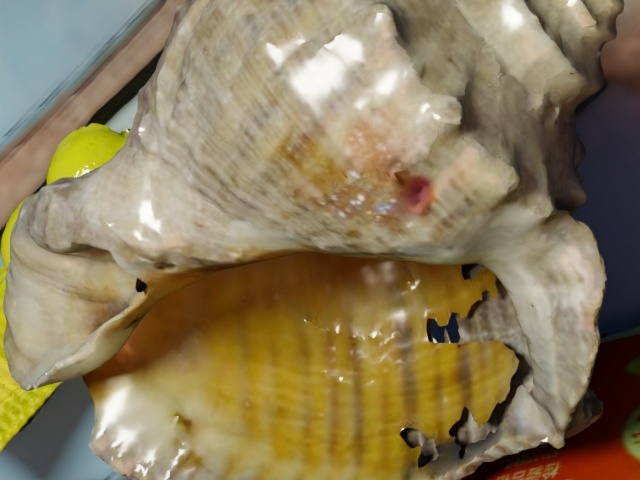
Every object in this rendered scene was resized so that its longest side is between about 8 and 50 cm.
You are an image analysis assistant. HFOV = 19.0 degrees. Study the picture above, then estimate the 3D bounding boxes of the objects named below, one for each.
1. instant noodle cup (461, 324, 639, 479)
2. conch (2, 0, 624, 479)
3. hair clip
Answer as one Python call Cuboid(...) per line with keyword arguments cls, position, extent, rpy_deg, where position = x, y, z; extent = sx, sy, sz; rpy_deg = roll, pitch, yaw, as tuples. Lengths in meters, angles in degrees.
Cuboid(cls="instant noodle cup", position=(0.087, 0.193, 0.598), extent=(0.293, 0.308, 0.294), rpy_deg=(9, 123, 14))
Cuboid(cls="conch", position=(0.000, 0.000, 0.594), extent=(0.245, 0.163, 0.178), rpy_deg=(-30, 76, 24))
Cuboid(cls="hair clip", position=(-0.098, 0.021, 0.700), extent=(0.072, 0.046, 0.173), rpy_deg=(39, 118, -16))
